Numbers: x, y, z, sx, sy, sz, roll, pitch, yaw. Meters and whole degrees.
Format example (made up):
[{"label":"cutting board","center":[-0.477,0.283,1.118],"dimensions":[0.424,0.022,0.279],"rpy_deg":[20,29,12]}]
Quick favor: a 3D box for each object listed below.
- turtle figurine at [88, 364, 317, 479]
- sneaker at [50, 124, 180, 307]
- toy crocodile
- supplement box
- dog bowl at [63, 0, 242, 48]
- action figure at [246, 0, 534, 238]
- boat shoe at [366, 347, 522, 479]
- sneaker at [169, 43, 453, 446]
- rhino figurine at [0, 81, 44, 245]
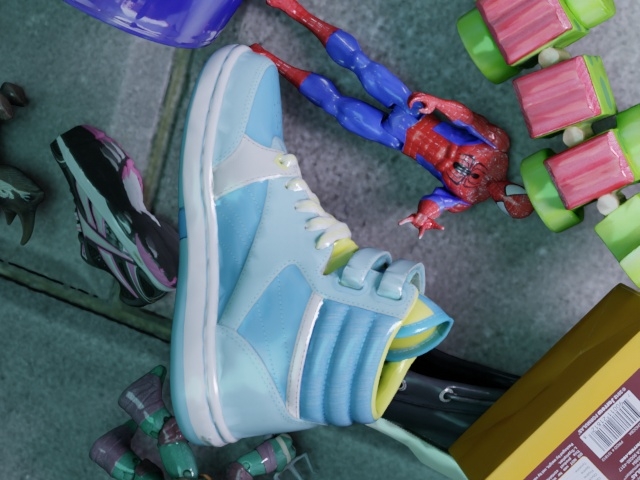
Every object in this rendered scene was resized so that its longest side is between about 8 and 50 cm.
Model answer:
[{"label":"turtle figurine","center":[-0.093,0.228,1.464],"dimensions":[0.234,0.118,0.175],"rpy_deg":[44,108,16]},{"label":"sneaker","center":[-0.191,-0.016,1.492],"dimensions":[0.077,0.072,0.178],"rpy_deg":[-39,77,30]},{"label":"toy crocodile","center":[0.187,-0.120,1.318],"dimensions":[0.115,0.105,0.340],"rpy_deg":[-25,83,21]},{"label":"supplement box","center":[0.238,0.172,1.273],"dimensions":[0.191,0.129,0.194],"rpy_deg":[-44,98,1]},{"label":"dog bowl","center":[-0.168,-0.269,1.348],"dimensions":[0.265,0.265,0.104],"rpy_deg":[39,110,12]},{"label":"action figure","center":[0.048,-0.097,1.364],"dimensions":[0.280,0.139,0.091],"rpy_deg":[34,107,11]},{"label":"boat shoe","center":[0.053,0.094,1.385],"dimensions":[0.340,0.127,0.113],"rpy_deg":[28,103,13]},{"label":"sneaker","center":[0.000,0.000,1.306],"dimensions":[0.208,0.127,0.319],"rpy_deg":[-2,78,14]},{"label":"rhino figurine","center":[-0.318,-0.104,1.525],"dimensions":[0.106,0.073,0.243],"rpy_deg":[-28,88,17]}]
